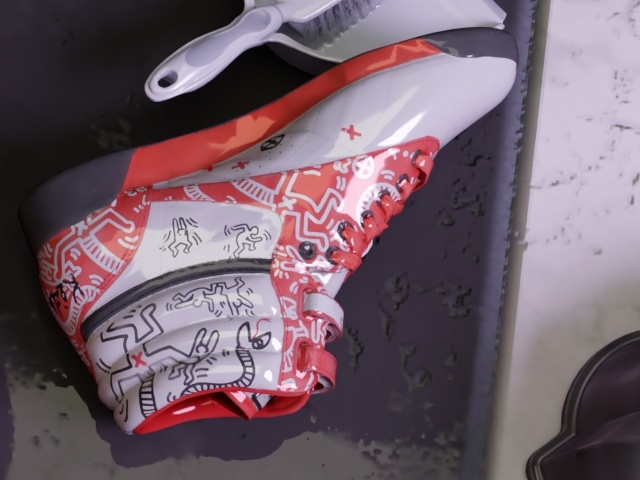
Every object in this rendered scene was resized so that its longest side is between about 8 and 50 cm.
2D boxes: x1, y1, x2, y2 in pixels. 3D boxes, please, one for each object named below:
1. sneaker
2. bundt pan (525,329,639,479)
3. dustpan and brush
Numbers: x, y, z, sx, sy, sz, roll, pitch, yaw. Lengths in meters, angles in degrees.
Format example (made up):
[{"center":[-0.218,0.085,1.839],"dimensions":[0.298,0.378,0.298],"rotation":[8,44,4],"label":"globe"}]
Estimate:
[{"center":[-0.001,0.001,0.788],"dimensions":[0.270,0.090,0.145],"rotation":[-22,76,-12],"label":"sneaker"},{"center":[0.267,0.156,0.755],"dimensions":[0.331,0.124,0.331],"rotation":[3,71,-8],"label":"bundt pan"},{"center":[-0.011,-0.125,0.844],"dimensions":[0.211,0.060,0.147],"rotation":[-38,80,-19],"label":"dustpan and brush"}]
